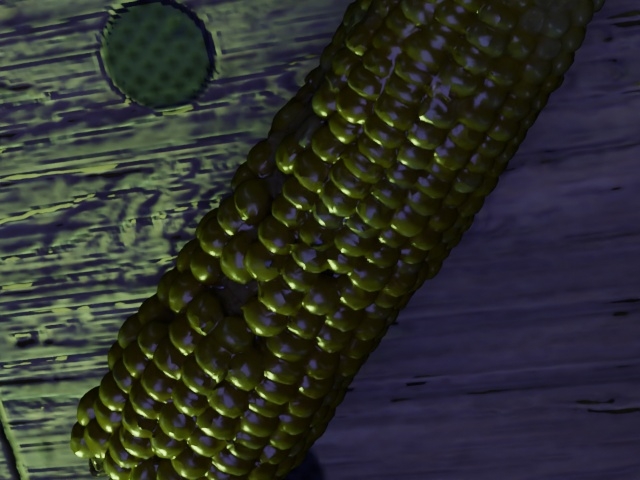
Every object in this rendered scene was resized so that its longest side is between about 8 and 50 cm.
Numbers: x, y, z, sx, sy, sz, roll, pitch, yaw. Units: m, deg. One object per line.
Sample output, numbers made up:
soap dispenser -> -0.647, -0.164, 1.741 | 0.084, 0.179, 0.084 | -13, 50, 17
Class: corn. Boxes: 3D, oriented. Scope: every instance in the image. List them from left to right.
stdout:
corn -> 0.000, 0.000, 0.609 | 0.097, 0.097, 0.320 | 34, 115, -3
